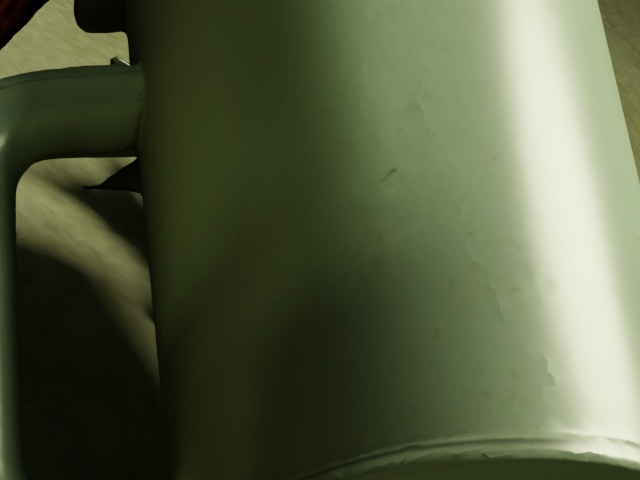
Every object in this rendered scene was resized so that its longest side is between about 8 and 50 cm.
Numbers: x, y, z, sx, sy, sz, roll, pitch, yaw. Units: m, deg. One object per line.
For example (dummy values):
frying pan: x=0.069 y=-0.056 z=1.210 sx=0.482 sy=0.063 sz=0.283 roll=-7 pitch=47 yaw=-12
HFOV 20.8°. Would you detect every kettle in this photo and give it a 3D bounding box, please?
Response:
kettle: x=0.006 y=-0.009 z=0.673 sx=0.265 sy=0.205 sz=0.318 roll=19 pitch=48 yaw=-34

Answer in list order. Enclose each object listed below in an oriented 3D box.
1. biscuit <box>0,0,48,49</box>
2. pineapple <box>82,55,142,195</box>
biscuit: x=-0.159 y=-0.085 z=0.735 sx=0.049 sy=0.192 sz=0.192 roll=41 pitch=18 yaw=-16
pineapple: x=0.000 y=0.000 z=0.875 sx=0.277 sy=0.130 sz=0.119 roll=42 pitch=9 yaw=24
